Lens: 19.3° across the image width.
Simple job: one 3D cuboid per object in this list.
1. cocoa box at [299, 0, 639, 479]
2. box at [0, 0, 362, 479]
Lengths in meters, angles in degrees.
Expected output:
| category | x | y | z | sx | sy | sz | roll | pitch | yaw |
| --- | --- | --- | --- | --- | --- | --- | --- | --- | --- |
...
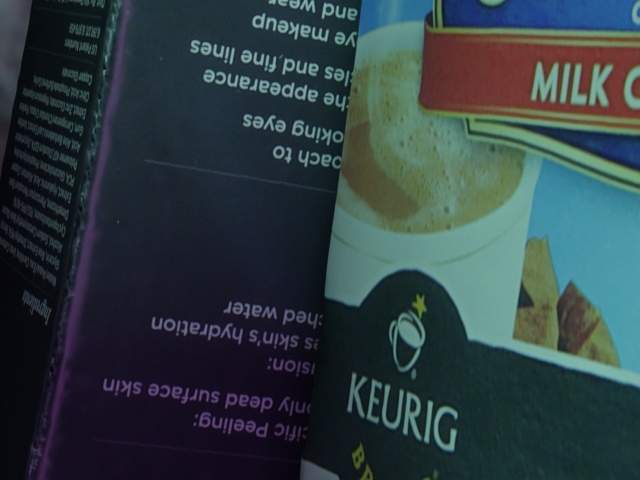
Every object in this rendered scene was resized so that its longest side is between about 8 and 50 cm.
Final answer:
| category | x | y | z | sx | sy | sz | roll | pitch | yaw |
| --- | --- | --- | --- | --- | --- | --- | --- | --- | --- |
| cocoa box | 0.201 | 0.020 | 0.402 | 0.347 | 0.231 | 0.228 | 4 | 95 | -30 |
| box | 0.000 | 0.000 | 0.486 | 0.156 | 0.093 | 0.158 | 9 | 94 | -22 |
